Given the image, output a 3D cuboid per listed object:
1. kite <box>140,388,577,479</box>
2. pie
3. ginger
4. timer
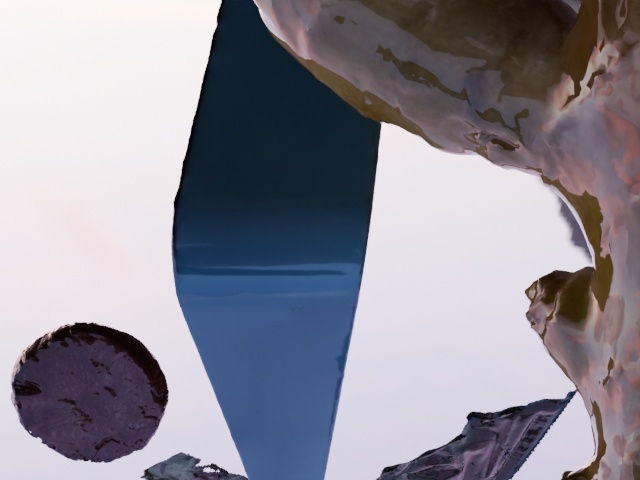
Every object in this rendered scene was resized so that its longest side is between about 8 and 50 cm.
[{"bbox_3d":[0.003,0.190,0.934,0.368,0.406,0.014,36,-149,-51],"label":"kite"},{"bbox_3d":[-0.218,0.142,1.309,0.154,0.154,0.036,8,-157,1],"label":"pie"},{"bbox_3d":[0.167,-0.028,0.465,0.363,0.348,0.122,-20,179,23],"label":"ginger"},{"bbox_3d":[0.000,0.000,0.754,0.091,0.250,0.232,0,-129,8],"label":"timer"}]
